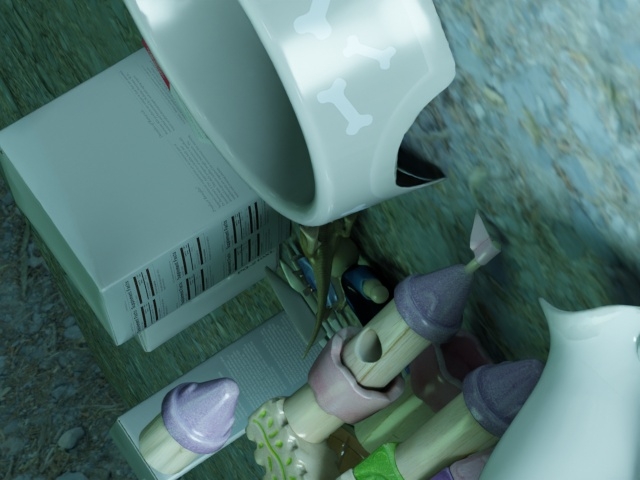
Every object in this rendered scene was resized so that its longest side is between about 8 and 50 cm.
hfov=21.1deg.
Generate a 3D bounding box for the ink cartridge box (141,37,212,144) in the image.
[{"bbox_3d":[-0.082,-0.137,1.431,0.109,0.063,0.150,61,166,-16],"label":"ink cartridge box"}]

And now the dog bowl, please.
[{"bbox_3d":[-0.044,-0.162,1.170,0.348,0.102,0.348,53,166,20],"label":"dog bowl"}]

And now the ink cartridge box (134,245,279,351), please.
[{"bbox_3d":[-0.176,-0.031,1.764,0.237,0.172,0.100,52,166,19],"label":"ink cartridge box"}]

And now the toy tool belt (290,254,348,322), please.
[{"bbox_3d":[-0.001,0.028,1.543,0.083,0.051,0.052,57,166,2],"label":"toy tool belt"}]

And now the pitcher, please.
[{"bbox_3d":[0.160,0.131,0.941,0.126,0.207,0.178,20,164,-14],"label":"pitcher"}]

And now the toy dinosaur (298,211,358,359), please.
[{"bbox_3d":[0.000,0.000,1.437,0.092,0.053,0.183,112,151,-64],"label":"toy dinosaur"}]

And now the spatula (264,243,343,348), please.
[{"bbox_3d":[0.024,0.116,1.613,0.242,0.019,0.168,57,-174,-3],"label":"spatula"}]

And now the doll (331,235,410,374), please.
[{"bbox_3d":[0.055,0.069,1.453,0.189,0.046,0.129,58,177,24],"label":"doll"}]

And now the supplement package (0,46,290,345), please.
[{"bbox_3d":[-0.165,-0.049,1.622,0.194,0.203,0.149,53,166,19],"label":"supplement package"}]

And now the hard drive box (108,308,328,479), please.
[{"bbox_3d":[-0.105,0.170,1.840,0.089,0.232,0.181,57,167,3],"label":"hard drive box"}]

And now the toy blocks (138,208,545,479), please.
[{"bbox_3d":[0.065,0.167,1.164,0.260,0.309,0.288,-44,56,36],"label":"toy blocks"}]

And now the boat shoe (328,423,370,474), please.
[{"bbox_3d":[0.106,0.307,1.721,0.342,0.123,0.123,42,-167,17],"label":"boat shoe"}]
